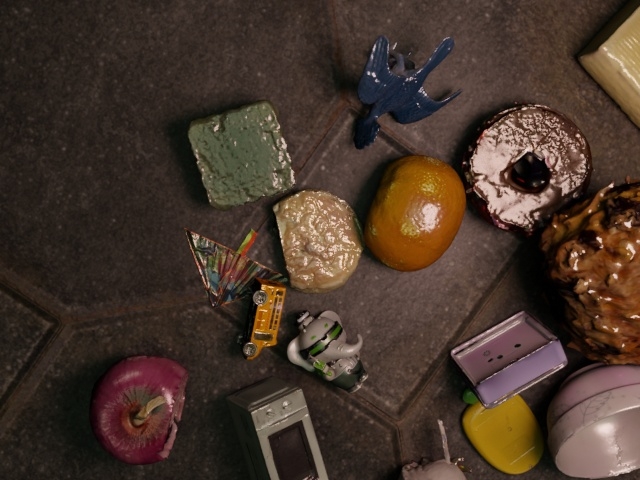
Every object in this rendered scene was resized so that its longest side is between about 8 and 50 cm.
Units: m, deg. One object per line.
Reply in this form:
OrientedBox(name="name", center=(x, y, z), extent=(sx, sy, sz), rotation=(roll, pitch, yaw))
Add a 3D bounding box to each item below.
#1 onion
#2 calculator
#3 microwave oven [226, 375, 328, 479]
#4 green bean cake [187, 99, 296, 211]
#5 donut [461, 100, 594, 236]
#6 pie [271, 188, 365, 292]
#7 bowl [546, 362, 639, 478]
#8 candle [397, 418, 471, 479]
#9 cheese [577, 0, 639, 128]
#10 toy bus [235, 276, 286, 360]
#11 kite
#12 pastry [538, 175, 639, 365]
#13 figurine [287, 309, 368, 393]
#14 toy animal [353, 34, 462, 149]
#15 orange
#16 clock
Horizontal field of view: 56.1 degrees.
OrientedBox(name="onion", center=(-0.363, 0.327, 1.187), extent=(0.200, 0.201, 0.208), rotation=(6, 116, -4))
OrientedBox(name="calculator", center=(0.390, 0.402, 1.297), extent=(0.146, 0.032, 0.235), rotation=(-38, 98, 1))
OrientedBox(name="microwave oven", center=(-0.085, 0.398, 1.206), extent=(0.122, 0.162, 0.208), rotation=(-19, 97, -27))
OrientedBox(name="green bean cake", center=(-0.152, -0.165, 1.183), extent=(0.183, 0.094, 0.185), rotation=(-17, 97, -2))
OrientedBox(name="donut", center=(0.410, -0.142, 1.212), extent=(0.269, 0.103, 0.270), rotation=(0, 95, -1))
OrientedBox(name="pie", center=(0.000, 0.000, 1.229), extent=(0.185, 0.052, 0.218), rotation=(-11, 95, -1))
OrientedBox(name="bowl", center=(0.587, 0.349, 1.216), extent=(0.286, 0.144, 0.287), rotation=(-4, 132, -5))
OrientedBox(name="candle", center=(0.232, 0.544, 1.231), extent=(0.187, 0.187, 0.330), rotation=(18, 93, -5))
OrientedBox(name="cheese", center=(0.695, -0.361, 1.195), extent=(0.265, 0.124, 0.242), rotation=(44, 96, -7))
OrientedBox(name="toy bus", center=(-0.120, 0.162, 1.227), extent=(0.074, 0.069, 0.162), rotation=(9, 97, -21))
OrientedBox(name="kite", center=(-0.190, 0.054, 1.244), extent=(0.241, 0.014, 0.183), rotation=(31, 93, -4))
OrientedBox(name="pastry", center=(0.583, 0.074, 1.137), extent=(0.405, 0.292, 0.337), rotation=(29, 123, -26))
OrientedBox(name="figurine", center=(0.017, 0.222, 1.223), extent=(0.192, 0.126, 0.147), rotation=(47, 56, 0))
OrientedBox(name="toy animal", center=(0.156, -0.288, 1.165), extent=(0.239, 0.255, 0.177), rotation=(10, 67, -42))
OrientedBox(name="orange", center=(0.186, -0.053, 1.178), extent=(0.179, 0.158, 0.237), rotation=(27, 92, -10))
OrientedBox(name="clock", center=(0.378, 0.239, 1.224), extent=(0.193, 0.145, 0.073), rotation=(-30, 108, 1))
